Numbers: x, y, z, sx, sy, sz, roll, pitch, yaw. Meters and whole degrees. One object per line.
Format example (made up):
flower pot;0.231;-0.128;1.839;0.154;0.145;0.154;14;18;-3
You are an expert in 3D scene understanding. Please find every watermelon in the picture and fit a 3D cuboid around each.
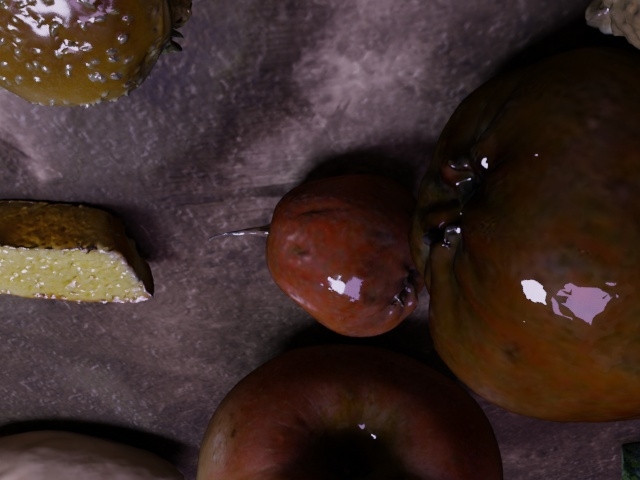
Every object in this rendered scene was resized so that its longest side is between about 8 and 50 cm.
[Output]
watermelon;0.440;0.308;1.159;0.092;0.084;0.072;10;154;15

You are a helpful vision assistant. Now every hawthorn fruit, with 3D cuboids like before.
hawthorn fruit;0.223;0.005;0.641;0.301;0.267;0.267;9;142;-9
hawthorn fruit;0.013;-0.004;0.778;0.189;0.149;0.149;38;140;7

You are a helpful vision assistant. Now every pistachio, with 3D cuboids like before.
pistachio;-0.349;0.363;1.237;0.318;0.214;0.193;4;100;-11

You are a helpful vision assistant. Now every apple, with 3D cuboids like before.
apple;0.026;0.288;0.974;0.338;0.338;0.305;5;142;-1

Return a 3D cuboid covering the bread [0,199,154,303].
bread;-0.258;0.015;0.873;0.187;0.065;0.103;4;140;3

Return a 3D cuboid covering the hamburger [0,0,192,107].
hamburger;-0.185;-0.189;0.559;0.189;0.122;0.215;-5;139;16

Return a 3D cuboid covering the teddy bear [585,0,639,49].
teddy bear;0.289;-0.157;0.498;0.256;0.156;0.267;-14;180;-5
